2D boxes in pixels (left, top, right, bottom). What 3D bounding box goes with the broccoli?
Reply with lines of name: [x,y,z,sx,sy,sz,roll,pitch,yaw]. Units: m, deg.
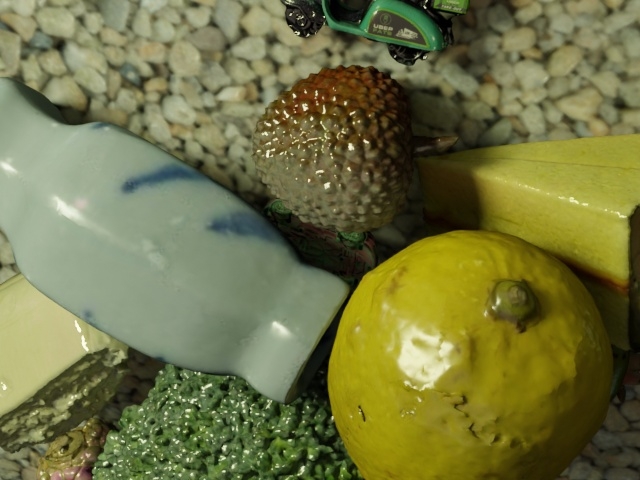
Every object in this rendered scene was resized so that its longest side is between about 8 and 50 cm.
broccoli: [-0.092,0.248,1.290,0.277,0.338,0.317,41,156,20]

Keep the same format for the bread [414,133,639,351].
bread: [0.247,-0.032,1.127,0.264,0.163,0.167,23,138,40]

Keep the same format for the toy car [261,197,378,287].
toy car: [0.000,0.000,1.213,0.142,0.055,0.069,21,129,18]

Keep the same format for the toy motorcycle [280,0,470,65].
toy motorcycle: [0.048,-0.219,1.034,0.173,0.058,0.100,13,121,5]

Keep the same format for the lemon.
lemon: [0.131,0.121,1.039,0.260,0.260,0.284,38,134,-13]

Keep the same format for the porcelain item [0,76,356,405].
porcelain item: [-0.169,0.006,1.131,0.405,0.242,0.178,32,89,8]

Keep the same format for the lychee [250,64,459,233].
lychee: [0.031,-0.085,1.073,0.198,0.165,0.165,1,126,7]

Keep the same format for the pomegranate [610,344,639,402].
pomegranate: [0.267,0.119,1.196,0.129,0.129,0.159,-23,161,29]

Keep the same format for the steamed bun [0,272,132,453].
steamed bun: [-0.283,0.122,1.313,0.226,0.200,0.170,-26,155,29]

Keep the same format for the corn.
corn: [-0.252,0.383,1.535,0.127,0.126,0.335,-18,121,27]
